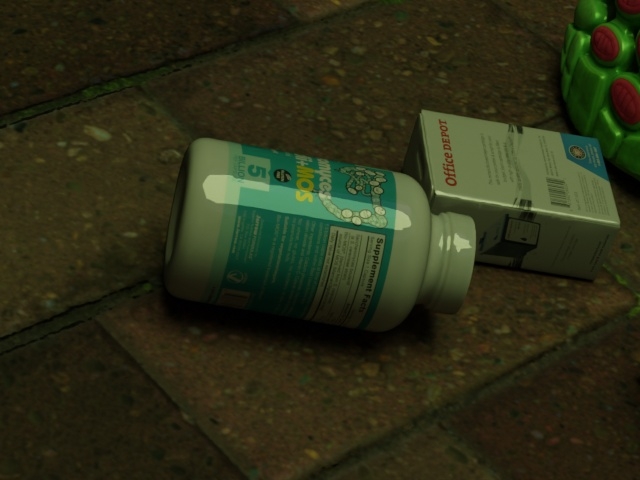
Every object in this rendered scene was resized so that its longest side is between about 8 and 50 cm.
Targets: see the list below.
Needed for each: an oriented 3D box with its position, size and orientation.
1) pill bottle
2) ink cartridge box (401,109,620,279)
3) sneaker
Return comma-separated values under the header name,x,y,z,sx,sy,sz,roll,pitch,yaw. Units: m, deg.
name,x,y,z,sx,sy,sz,roll,pitch,yaw
pill bottle,0.000,0.000,1.661,0.264,0.146,0.146,10,40,-10
ink cartridge box,0.184,-0.046,1.836,0.191,0.082,0.139,8,40,-10
sneaker,0.426,-0.115,1.973,0.202,0.185,0.483,7,38,-44
